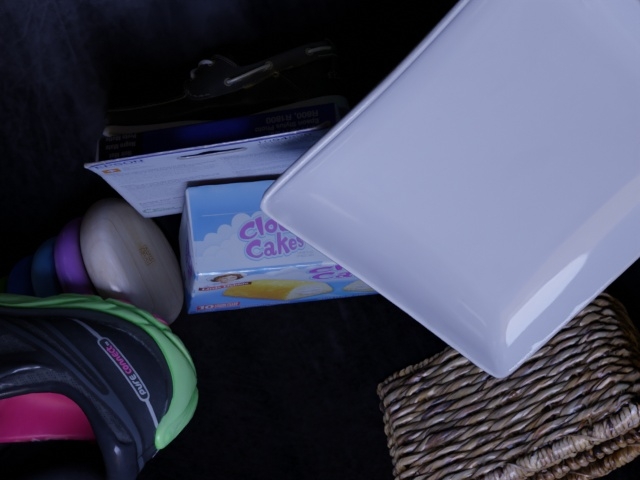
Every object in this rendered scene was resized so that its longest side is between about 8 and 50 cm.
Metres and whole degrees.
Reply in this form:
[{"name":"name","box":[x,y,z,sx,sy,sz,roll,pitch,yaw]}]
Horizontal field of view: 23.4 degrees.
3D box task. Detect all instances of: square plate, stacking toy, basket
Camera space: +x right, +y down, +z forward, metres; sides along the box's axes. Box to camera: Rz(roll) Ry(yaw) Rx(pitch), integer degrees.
[{"name":"square plate","box":[0.173,-0.073,1.355,0.347,0.049,0.344,-45,126,13]},{"name":"stacking toy","box":[-0.306,0.083,1.560,0.330,0.141,0.141,-26,128,21]},{"name":"basket","box":[0.239,0.226,1.678,0.299,0.223,0.213,-29,127,14]}]

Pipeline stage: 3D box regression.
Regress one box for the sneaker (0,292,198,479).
[{"name":"sneaker","box":[-0.360,0.144,1.418,0.483,0.202,0.185,-2,121,14]}]

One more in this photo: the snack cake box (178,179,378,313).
[{"name":"snack cake box","box":[0.000,0.000,1.491,0.264,0.089,0.152,-5,166,-9]}]

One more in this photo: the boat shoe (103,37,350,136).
[{"name":"boat shoe","box":[-0.091,-0.135,1.446,0.233,0.079,0.084,-10,175,7]}]

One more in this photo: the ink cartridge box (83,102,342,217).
[{"name":"ink cartridge box","box":[-0.085,-0.079,1.412,0.223,0.045,0.224,-8,168,5]}]
